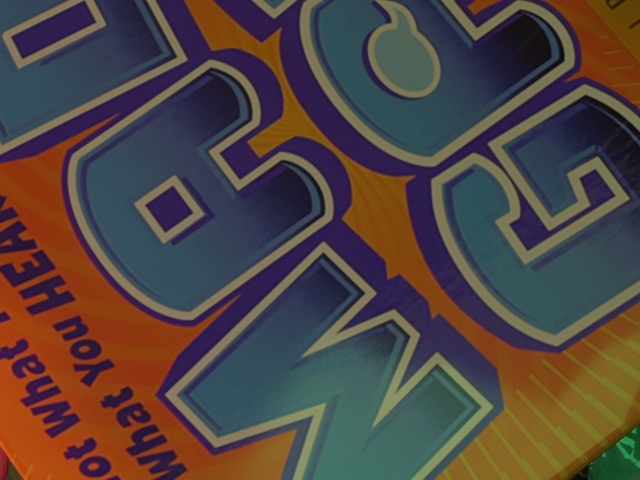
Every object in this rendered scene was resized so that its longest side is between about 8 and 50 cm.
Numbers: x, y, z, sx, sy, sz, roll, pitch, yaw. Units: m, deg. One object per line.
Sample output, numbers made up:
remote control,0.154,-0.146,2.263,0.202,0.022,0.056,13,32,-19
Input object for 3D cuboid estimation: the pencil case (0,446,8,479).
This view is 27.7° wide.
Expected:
pencil case,-0.389,0.124,0.780,0.386,0.160,0.167,-2,57,-40

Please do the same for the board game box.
board game box,0.000,0.000,0.711,0.356,0.356,0.356,-36,78,-8

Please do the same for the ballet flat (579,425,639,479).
ballet flat,0.199,0.088,0.994,0.087,0.083,0.247,-13,89,6
